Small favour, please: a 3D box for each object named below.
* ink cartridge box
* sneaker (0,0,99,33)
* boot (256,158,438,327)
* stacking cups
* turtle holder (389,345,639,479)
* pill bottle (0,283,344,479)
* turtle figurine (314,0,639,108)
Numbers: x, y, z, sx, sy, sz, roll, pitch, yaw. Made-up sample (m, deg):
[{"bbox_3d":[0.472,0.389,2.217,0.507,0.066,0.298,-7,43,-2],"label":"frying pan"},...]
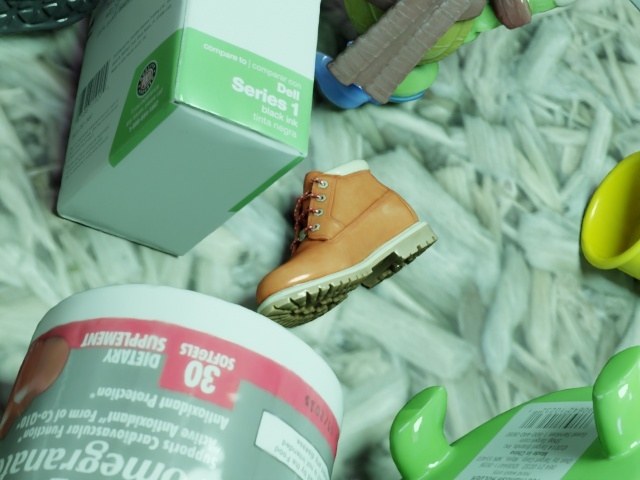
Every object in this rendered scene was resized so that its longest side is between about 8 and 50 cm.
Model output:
[{"bbox_3d":[-0.075,-0.126,1.020,0.093,0.160,0.219,21,58,-25],"label":"ink cartridge box"},{"bbox_3d":[-0.239,-0.173,1.005,0.235,0.084,0.097,-2,45,-35],"label":"sneaker"},{"bbox_3d":[0.000,0.000,1.078,0.158,0.059,0.084,-29,82,-48],"label":"boot"},{"bbox_3d":[0.342,0.046,1.264,0.316,0.096,0.096,29,54,-23],"label":"stacking cups"},{"bbox_3d":[0.117,0.231,0.915,0.227,0.243,0.320,57,29,-16],"label":"turtle holder"},{"bbox_3d":[-0.103,0.195,0.831,0.176,0.176,0.318,28,55,-20],"label":"pill bottle"},{"bbox_3d":[0.098,-0.235,1.128,0.275,0.266,0.198,-23,57,-21],"label":"turtle figurine"}]
